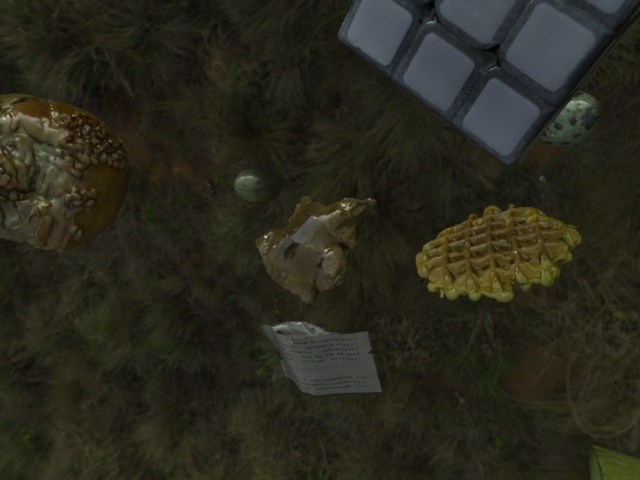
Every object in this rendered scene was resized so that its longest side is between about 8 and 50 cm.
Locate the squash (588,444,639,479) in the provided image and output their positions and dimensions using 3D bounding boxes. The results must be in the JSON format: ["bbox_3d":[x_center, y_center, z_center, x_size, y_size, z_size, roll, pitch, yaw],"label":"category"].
[{"bbox_3d":[0.298,0.324,0.580,0.133,0.220,0.220,13,123,2],"label":"squash"}]

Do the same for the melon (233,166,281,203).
[{"bbox_3d":[-0.162,-0.141,1.517,0.098,0.130,0.098,1,91,55],"label":"melon"}]

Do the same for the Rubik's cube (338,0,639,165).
[{"bbox_3d":[0.257,-0.336,0.776,0.305,0.301,0.304,40,132,13],"label":"Rubik's cube"}]

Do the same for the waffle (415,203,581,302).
[{"bbox_3d":[0.326,0.016,1.098,0.328,0.329,0.062,-12,111,29],"label":"waffle"}]

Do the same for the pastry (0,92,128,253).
[{"bbox_3d":[-0.476,-0.119,0.957,0.310,0.255,0.162,10,168,-10],"label":"pastry"}]

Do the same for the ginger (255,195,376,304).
[{"bbox_3d":[0.000,0.000,1.233,0.270,0.123,0.219,-39,58,19],"label":"ginger"}]

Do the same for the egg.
[{"bbox_3d":[0.630,-0.312,1.510,0.181,0.141,0.141,-10,116,56],"label":"egg"}]

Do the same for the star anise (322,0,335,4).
[{"bbox_3d":[-0.002,-0.638,1.355,0.073,0.234,0.177,-13,122,16],"label":"star anise"}]

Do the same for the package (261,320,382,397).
[{"bbox_3d":[0.002,0.275,1.332,0.250,0.062,0.204,1,130,24],"label":"package"}]
